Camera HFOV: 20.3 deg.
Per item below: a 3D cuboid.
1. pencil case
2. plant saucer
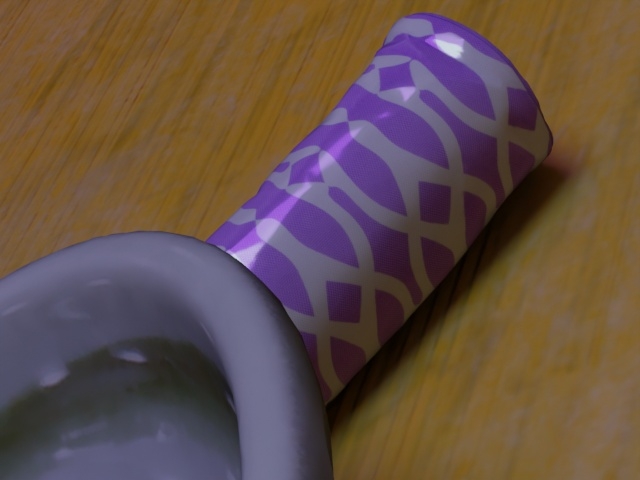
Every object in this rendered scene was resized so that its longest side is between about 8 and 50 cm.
[{"bbox_3d":[0.000,0.000,0.691,0.206,0.086,0.088,-47,44,-17],"label":"pencil case"},{"bbox_3d":[-0.117,0.185,0.504,0.400,0.100,0.400,-37,30,26],"label":"plant saucer"}]
